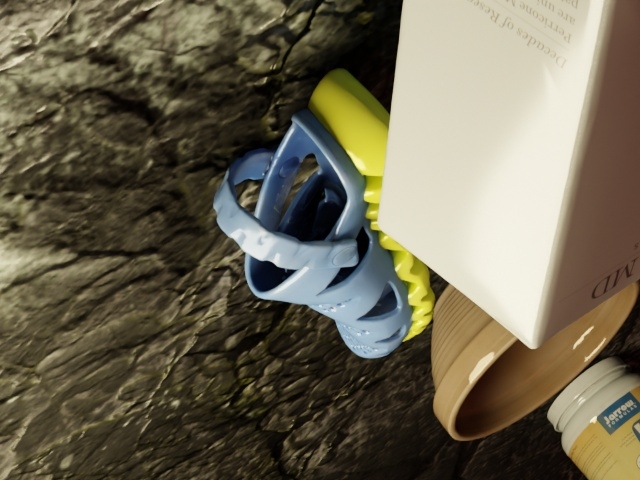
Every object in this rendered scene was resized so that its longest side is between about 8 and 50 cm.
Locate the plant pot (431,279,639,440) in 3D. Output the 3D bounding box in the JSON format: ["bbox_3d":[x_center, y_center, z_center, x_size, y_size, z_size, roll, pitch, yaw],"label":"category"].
[{"bbox_3d":[0.187,0.078,1.808,0.237,0.110,0.237,-33,156,-17],"label":"plant pot"}]

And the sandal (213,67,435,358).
[{"bbox_3d":[0.000,0.000,1.399,0.138,0.126,0.317,-32,147,-9],"label":"sandal"}]

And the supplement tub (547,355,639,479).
[{"bbox_3d":[0.393,0.257,2.313,0.144,0.199,0.144,-33,156,-17],"label":"supplement tub"}]

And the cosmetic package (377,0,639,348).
[{"bbox_3d":[0.184,-0.175,1.146,0.230,0.161,0.453,-31,145,-30],"label":"cosmetic package"}]
